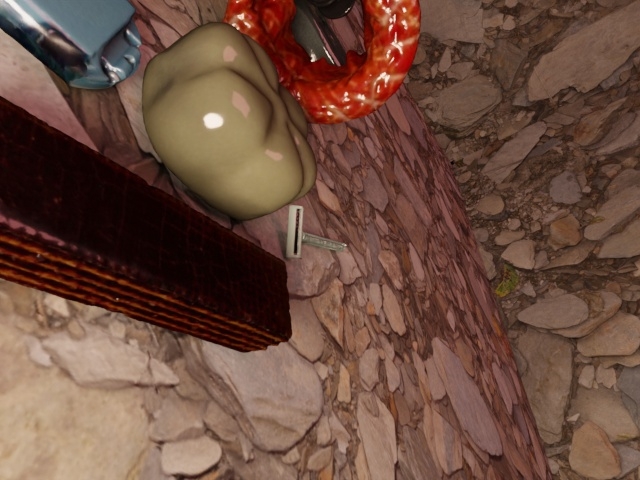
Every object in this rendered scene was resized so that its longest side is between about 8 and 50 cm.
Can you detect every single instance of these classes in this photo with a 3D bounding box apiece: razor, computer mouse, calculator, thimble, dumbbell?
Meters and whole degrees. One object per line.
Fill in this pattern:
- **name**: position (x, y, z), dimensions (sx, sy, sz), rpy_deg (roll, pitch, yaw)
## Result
- **razor**: position (-0.007, 0.000, 0.779), dimensions (0.211, 0.036, 0.084), rpy_deg (19, 74, -65)
- **computer mouse**: position (-0.017, -0.472, 1.093), dimensions (0.373, 0.114, 0.203), rpy_deg (54, 24, -17)
- **calculator**: position (-0.301, -0.279, 0.427), dimensions (0.293, 0.051, 0.172), rpy_deg (46, 32, -34)
- **thimble**: position (0.006, -0.390, 0.816), dimensions (0.350, 0.350, 0.230), rpy_deg (54, 29, -22)
- **dumbbell**: position (0.022, -0.572, 1.012), dimensions (0.099, 0.099, 0.208), rpy_deg (66, 24, 3)

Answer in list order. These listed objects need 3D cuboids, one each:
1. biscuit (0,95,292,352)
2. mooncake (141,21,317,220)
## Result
- **biscuit**: position (-0.163, 0.009, 0.405), dimensions (0.388, 0.073, 0.107), rpy_deg (36, 38, -47)
- **mooncake**: position (-0.107, -0.160, 0.608), dimensions (0.275, 0.135, 0.274), rpy_deg (50, 27, -37)
